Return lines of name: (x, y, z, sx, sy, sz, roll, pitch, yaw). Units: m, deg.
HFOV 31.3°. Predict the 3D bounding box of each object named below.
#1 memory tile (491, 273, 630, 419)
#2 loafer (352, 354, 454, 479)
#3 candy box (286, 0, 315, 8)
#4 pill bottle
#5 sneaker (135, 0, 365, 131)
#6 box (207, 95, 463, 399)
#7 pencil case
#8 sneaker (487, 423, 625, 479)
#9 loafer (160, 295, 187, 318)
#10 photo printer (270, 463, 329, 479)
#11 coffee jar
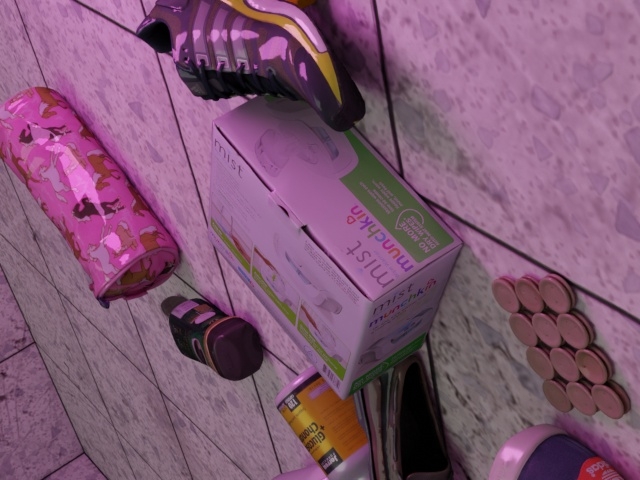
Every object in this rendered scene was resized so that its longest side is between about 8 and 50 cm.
memory tile: (0.219, 0.096, 1.046, 0.148, 0.012, 0.113, 62, 156, -8)
loafer: (0.109, 0.254, 1.343, 0.084, 0.096, 0.267, -7, 104, 50)
candy box: (-0.049, -0.321, 1.047, 0.105, 0.027, 0.205, 44, 153, 35)
pill bottle: (0.031, 0.253, 1.493, 0.184, 0.103, 0.103, 52, 156, 14)
sneaker: (-0.070, -0.175, 1.117, 0.300, 0.121, 0.111, 41, 175, 40)
box: (0.000, 0.000, 1.216, 0.262, 0.127, 0.231, 48, 154, 22)
pencil case: (-0.395, -0.075, 1.872, 0.386, 0.167, 0.160, 52, -171, 14)
sneaker: (0.221, 0.362, 1.114, 0.148, 0.131, 0.349, 25, 117, 42)
loafer: (-0.228, 0.131, 1.931, 0.125, 0.045, 0.039, 22, 144, 50)
photo printer: (0.040, 0.451, 1.710, 0.256, 0.107, 0.307, 57, 156, 3)
coffee jar: (-0.162, 0.154, 1.782, 0.184, 0.079, 0.096, 18, 131, 57)
